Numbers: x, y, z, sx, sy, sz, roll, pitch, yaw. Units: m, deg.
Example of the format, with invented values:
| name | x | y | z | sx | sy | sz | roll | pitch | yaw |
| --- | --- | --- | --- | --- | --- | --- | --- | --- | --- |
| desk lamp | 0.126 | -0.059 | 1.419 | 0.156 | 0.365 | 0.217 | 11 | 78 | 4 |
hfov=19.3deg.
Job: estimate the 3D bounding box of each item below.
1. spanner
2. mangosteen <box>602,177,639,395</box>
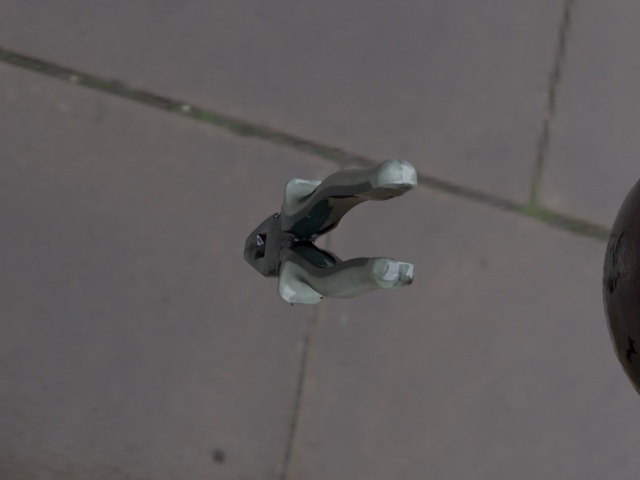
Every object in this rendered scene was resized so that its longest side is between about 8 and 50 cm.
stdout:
| name | x | y | z | sx | sy | sz | roll | pitch | yaw |
| --- | --- | --- | --- | --- | --- | --- | --- | --- | --- |
| spanner | 0.000 | 0.000 | 1.362 | 0.040 | 0.325 | 0.095 | 5 | 85 | -19 |
| mangosteen | 0.272 | 0.067 | 1.050 | 0.231 | 0.231 | 0.289 | 21 | 64 | -39 |
